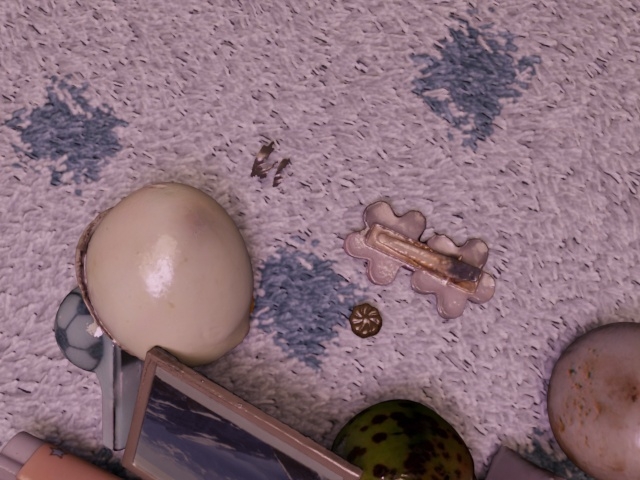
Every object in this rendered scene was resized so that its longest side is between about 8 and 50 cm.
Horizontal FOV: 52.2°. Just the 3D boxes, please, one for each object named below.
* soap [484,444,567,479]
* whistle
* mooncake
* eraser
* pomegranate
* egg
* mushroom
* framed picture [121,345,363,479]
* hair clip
[{"bbox_3d":[0.374,0.564,0.915,0.435,0.213,0.350,37,73,-1],"label":"soap"},{"bbox_3d":[-0.338,0.167,1.034,0.163,0.163,0.290,5,105,2],"label":"whistle"},{"bbox_3d":[-0.003,0.002,1.085,0.347,0.057,0.150,42,74,-2],"label":"mooncake"},{"bbox_3d":[-0.344,0.399,1.005,0.290,0.171,0.087,26,59,3],"label":"eraser"},{"bbox_3d":[0.088,0.361,0.984,0.305,0.242,0.243,-14,83,43],"label":"pomegranate"},{"bbox_3d":[-0.198,0.042,0.968,0.264,0.174,0.286,-34,94,-45],"label":"egg"},{"bbox_3d":[0.478,0.256,0.990,0.243,0.243,0.244,0,85,1],"label":"mushroom"},{"bbox_3d":[-0.126,0.321,0.925,0.335,0.022,0.247,28,120,13],"label":"framed picture"},{"bbox_3d":[0.166,0.032,1.069,0.257,0.075,0.146,24,84,9],"label":"hair clip"}]
